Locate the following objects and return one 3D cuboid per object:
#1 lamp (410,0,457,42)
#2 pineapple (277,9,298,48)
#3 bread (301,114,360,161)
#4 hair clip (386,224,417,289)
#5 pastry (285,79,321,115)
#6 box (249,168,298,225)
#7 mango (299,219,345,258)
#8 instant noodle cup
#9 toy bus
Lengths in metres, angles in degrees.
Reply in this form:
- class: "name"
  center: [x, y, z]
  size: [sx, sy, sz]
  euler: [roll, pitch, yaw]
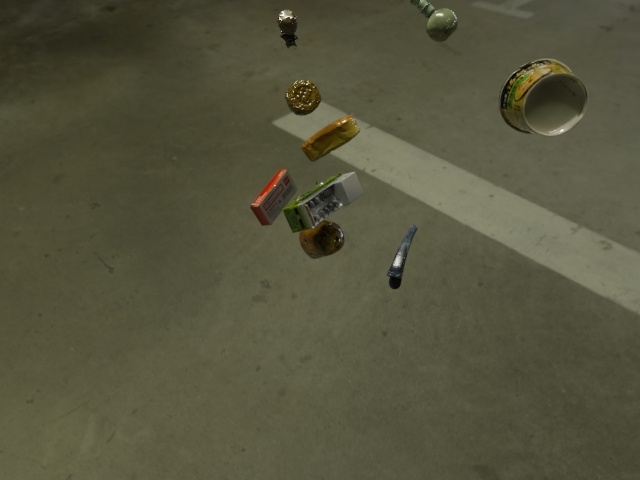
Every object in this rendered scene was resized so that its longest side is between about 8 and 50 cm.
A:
- class: "lamp"
  center: [0.325, -0.659, 1.344]
  size: [0.163, 0.091, 0.091]
  euler: [43, 54, -2]
- class: "pineapple"
  center: [-0.112, -0.751, 1.646]
  size: [0.074, 0.159, 0.074]
  euler: [-1, 77, 2]
- class: "bread"
  center: [0.036, -0.404, 1.794]
  size: [0.245, 0.094, 0.102]
  euler: [-27, 21, 26]
- class: "hair clip"
  center: [0.299, 0.039, 1.625]
  size: [0.048, 0.083, 0.275]
  euler: [9, 55, 30]
- class: "pastry"
  center: [-0.051, -0.417, 1.347]
  size: [0.109, 0.097, 0.057]
  euler: [8, 2, 0]
- class: "box"
  center: [-0.190, -0.177, 1.901]
  size: [0.050, 0.123, 0.229]
  euler: [12, 56, 37]
- class: "mango"
  center: [0.000, 0.000, 1.691]
  size: [0.151, 0.156, 0.248]
  euler: [9, 9, -23]
- class: "instant noodle cup"
  center: [0.439, -0.270, 0.894]
  size: [0.151, 0.152, 0.122]
  euler: [4, 27, 6]
- class: "toy bus"
  center: [0.012, -0.135, 1.576]
  size: [0.139, 0.113, 0.301]
  euler: [-9, 21, 43]
